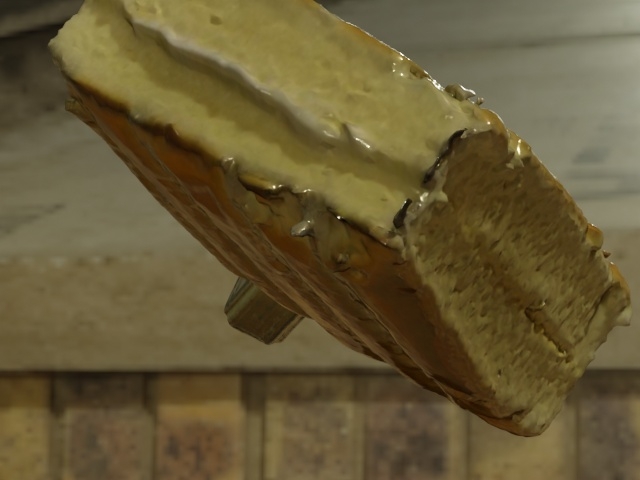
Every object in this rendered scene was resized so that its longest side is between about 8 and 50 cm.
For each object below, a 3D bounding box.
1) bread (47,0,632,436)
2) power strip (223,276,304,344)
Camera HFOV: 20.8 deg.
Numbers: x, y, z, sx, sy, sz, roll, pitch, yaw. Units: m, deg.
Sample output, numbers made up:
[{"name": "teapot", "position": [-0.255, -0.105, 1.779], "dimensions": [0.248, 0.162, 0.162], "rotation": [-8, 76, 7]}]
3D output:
[{"name": "bread", "position": [0.011, -0.027, 0.844], "dimensions": [0.111, 0.239, 0.246], "rotation": [-55, 144, -9]}, {"name": "power strip", "position": [0.000, 0.000, 1.292], "dimensions": [0.092, 0.066, 0.387], "rotation": [-63, -173, -23]}]
